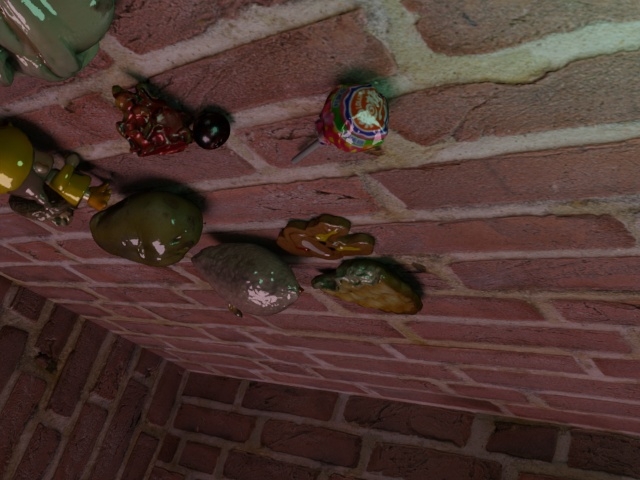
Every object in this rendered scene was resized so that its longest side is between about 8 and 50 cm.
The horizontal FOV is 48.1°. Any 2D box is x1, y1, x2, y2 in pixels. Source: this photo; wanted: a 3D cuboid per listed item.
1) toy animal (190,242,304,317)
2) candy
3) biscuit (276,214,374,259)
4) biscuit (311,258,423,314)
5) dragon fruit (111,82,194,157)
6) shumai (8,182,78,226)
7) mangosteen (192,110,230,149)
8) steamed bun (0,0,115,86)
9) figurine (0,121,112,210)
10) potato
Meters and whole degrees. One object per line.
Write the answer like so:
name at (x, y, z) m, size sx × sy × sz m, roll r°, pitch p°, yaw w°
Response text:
toy animal at (-0.190, 0.115, 2.061) m, size 0.358 × 0.188 × 0.226 m, roll 19°, pitch 154°, yaw 33°
candy at (0.014, -0.191, 1.329) m, size 0.124 × 0.124 × 0.365 m, roll 25°, pitch 164°, yaw -16°
biscuit at (-0.001, 0.003, 1.860) m, size 0.186 × 0.044 × 0.295 m, roll 34°, pitch 153°, yaw -28°
biscuit at (0.121, 0.128, 2.018) m, size 0.335 × 0.078 × 0.329 m, roll 9°, pitch 159°, yaw 22°
dragon fruit at (-0.349, -0.240, 1.467) m, size 0.133 × 0.150 × 0.208 m, roll -26°, pitch 131°, yaw 20°
shumai at (-0.776, -0.104, 2.071) m, size 0.209 × 0.161 × 0.153 m, roll -6°, pitch 149°, yaw 11°
mangosteen at (-0.225, -0.226, 1.459) m, size 0.080 × 0.081 × 0.081 m, roll 16°, pitch 158°, yaw 7°
steamed bun at (-0.525, -0.368, 1.172) m, size 0.324 × 0.220 × 0.309 m, roll 25°, pitch 157°, yaw -16°
figurine at (-0.722, -0.172, 1.860) m, size 0.343 × 0.187 × 0.215 m, roll 22°, pitch 171°, yaw -25°
potato at (-0.473, -0.030, 1.923) m, size 0.350 × 0.203 × 0.218 m, roll 0°, pitch -176°, yaw 22°
